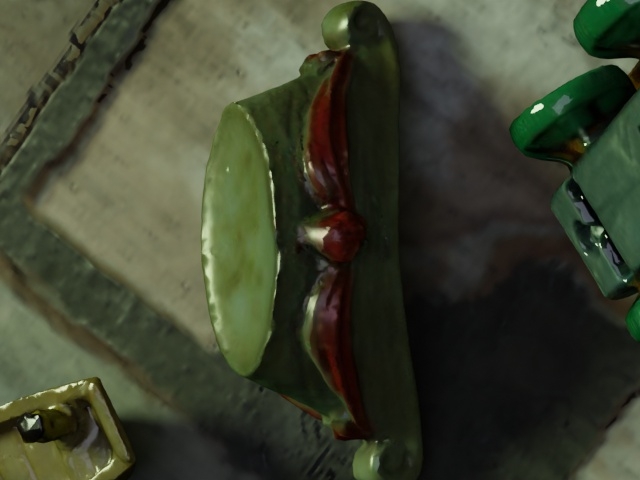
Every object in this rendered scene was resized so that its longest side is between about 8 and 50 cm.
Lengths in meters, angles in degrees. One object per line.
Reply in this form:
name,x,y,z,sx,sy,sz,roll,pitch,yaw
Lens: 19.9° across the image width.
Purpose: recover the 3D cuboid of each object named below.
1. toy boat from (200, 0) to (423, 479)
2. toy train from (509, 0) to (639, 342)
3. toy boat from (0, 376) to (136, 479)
toy boat,-0.001,0.001,0.673,0.089,0.071,0.185,-12,80,57
toy train,0.145,-0.043,0.576,0.136,0.227,0.091,-26,77,-19
toy boat,-0.170,0.120,0.698,0.226,0.088,0.068,-29,78,12
